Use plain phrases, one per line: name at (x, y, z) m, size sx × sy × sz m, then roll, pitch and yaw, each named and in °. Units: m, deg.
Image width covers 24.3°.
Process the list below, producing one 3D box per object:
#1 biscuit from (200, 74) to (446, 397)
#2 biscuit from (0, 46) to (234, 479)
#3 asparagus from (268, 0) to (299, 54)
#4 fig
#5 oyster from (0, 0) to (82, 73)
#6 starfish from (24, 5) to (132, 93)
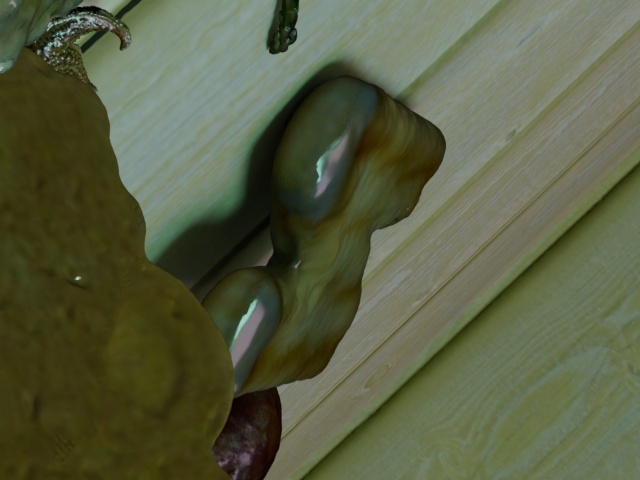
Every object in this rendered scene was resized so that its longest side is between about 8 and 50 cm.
biscuit at (0.000, 0.000, 1.071) m, size 0.237 × 0.062 × 0.290 m, roll -62°, pitch 165°, yaw 7°
biscuit at (-0.101, 0.041, 0.533) m, size 0.144 × 0.236 × 0.040 m, roll -23°, pitch 175°, yaw -34°
asparagus at (-0.010, -0.137, 0.771) m, size 0.016 × 0.016 × 0.163 m, roll -59°, pitch 176°, yaw -29°
fig at (-0.116, 0.192, 1.212) m, size 0.170 × 0.145 × 0.274 m, roll -37°, pitch 152°, yaw -29°
oyster at (-0.104, -0.092, 0.484) m, size 0.133 × 0.072 × 0.209 m, roll -47°, pitch 170°, yaw 30°
starfish at (-0.118, -0.069, 0.621) m, size 0.078 × 0.028 × 0.091 m, roll -42°, pitch 172°, yaw 19°
